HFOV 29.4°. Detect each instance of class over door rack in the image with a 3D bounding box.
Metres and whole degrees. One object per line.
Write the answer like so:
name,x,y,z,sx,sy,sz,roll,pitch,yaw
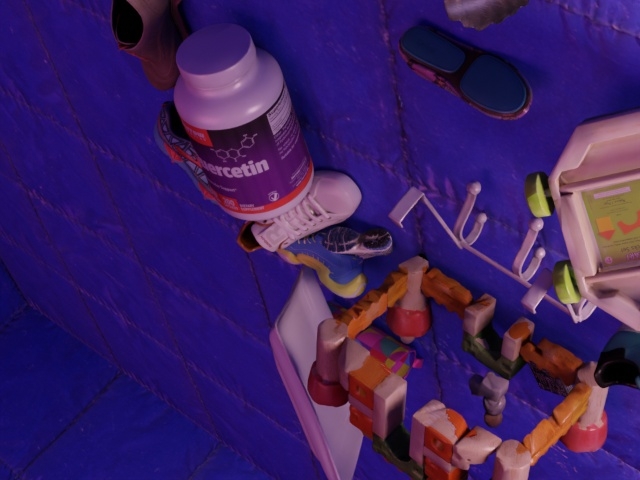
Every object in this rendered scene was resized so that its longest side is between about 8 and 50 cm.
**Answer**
over door rack,0.268,0.008,1.710,0.240,0.108,0.324,33,-173,24

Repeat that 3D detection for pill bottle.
pill bottle,-0.131,-0.194,2.016,0.182,0.181,0.323,27,152,34

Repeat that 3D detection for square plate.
square plate,-0.005,0.249,2.269,0.344,0.049,0.347,-63,-47,-69

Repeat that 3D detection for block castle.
block castle,0.223,0.256,2.031,0.453,0.303,0.212,33,143,29

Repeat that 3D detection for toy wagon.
toy wagon,0.404,0.011,1.456,0.267,0.068,0.344,-12,104,33

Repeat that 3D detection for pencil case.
pencil case,0.086,0.211,2.468,0.236,0.104,0.104,31,154,29

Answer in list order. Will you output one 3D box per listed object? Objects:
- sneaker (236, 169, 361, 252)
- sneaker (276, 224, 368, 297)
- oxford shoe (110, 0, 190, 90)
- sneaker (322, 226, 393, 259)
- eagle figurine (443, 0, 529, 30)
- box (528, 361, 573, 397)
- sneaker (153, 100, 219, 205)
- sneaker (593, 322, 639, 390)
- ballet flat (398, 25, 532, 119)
sneaker,-0.042,-0.034,2.184,0.106,0.123,0.290,47,143,-17
sneaker,0.000,0.000,2.290,0.240,0.091,0.126,34,136,23
oxford shoe,-0.304,-0.358,2.081,0.123,0.130,0.348,35,155,19
sneaker,0.068,0.012,2.182,0.135,0.052,0.058,4,153,26
eagle figurine,0.124,-0.375,1.354,0.298,0.225,0.226,20,-120,-74
box,0.395,0.231,2.100,0.067,0.018,0.083,15,144,48
sneaker,-0.213,-0.164,2.304,0.262,0.104,0.125,39,153,9
sneaker,0.521,0.198,1.710,0.302,0.121,0.108,11,141,51
ballet flat,0.197,-0.214,1.612,0.221,0.077,0.079,34,174,32
